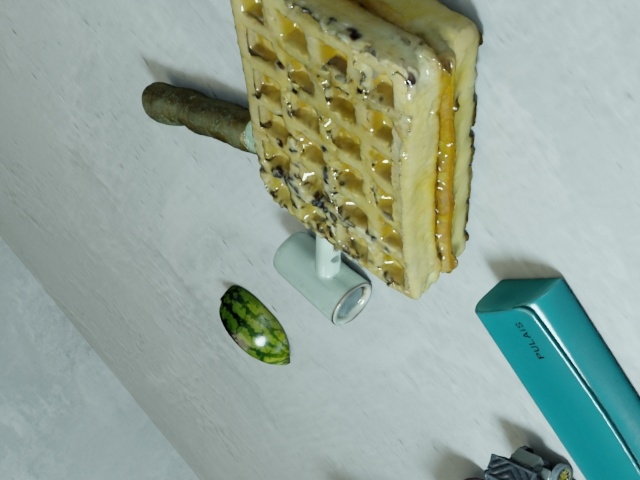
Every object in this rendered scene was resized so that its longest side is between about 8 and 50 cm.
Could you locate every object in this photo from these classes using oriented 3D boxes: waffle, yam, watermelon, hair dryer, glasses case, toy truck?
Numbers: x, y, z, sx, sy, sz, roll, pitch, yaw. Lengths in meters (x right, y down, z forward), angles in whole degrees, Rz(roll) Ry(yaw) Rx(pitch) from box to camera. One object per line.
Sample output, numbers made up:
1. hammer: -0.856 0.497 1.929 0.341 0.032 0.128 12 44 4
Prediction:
1. waffle: 0.041 -0.125 1.279 0.261 0.114 0.376 35 153 27
2. yam: -0.151 -0.164 1.642 0.252 0.061 0.061 23 145 47
3. watermelon: -0.119 0.146 2.056 0.163 0.069 0.087 47 157 13
4. hair dryer: 0.000 0.000 1.608 0.131 0.073 0.236 40 153 26
5. glasses case: 0.286 0.177 1.348 0.301 0.070 0.117 57 156 -12
6. toy truck: 0.280 0.346 1.586 0.083 0.092 0.192 18 142 51

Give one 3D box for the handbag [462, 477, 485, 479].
1. handbag: 0.241 0.450 1.755 0.225 0.146 0.135 45 161 17
